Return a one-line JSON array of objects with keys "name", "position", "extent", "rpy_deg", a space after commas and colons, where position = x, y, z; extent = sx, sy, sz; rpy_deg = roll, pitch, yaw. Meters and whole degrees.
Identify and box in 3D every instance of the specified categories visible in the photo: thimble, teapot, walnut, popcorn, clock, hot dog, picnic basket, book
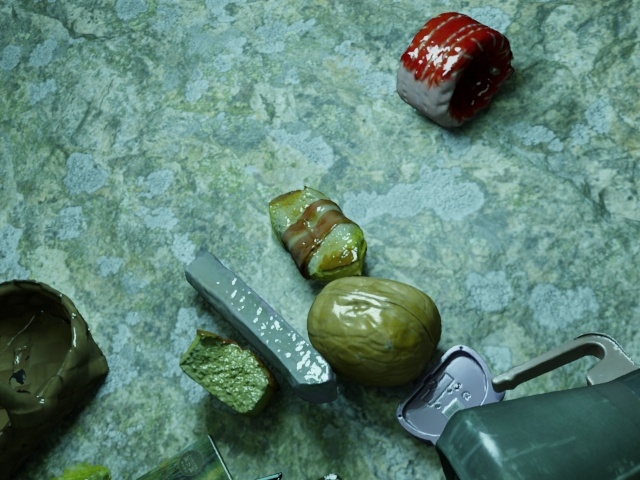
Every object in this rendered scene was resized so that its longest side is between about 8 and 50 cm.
[{"name": "thimble", "position": [0.230, -0.296, 1.418], "extent": [0.189, 0.163, 0.125], "rpy_deg": [-43, 56, -11]}, {"name": "teapot", "position": [0.331, 0.262, 1.023], "extent": [0.344, 0.253, 0.300], "rpy_deg": [-23, 42, -5]}, {"name": "walnut", "position": [0.077, 0.134, 1.213], "extent": [0.197, 0.165, 0.165], "rpy_deg": [1, 60, 27]}, {"name": "popcorn", "position": [-0.363, 0.402, 1.212], "extent": [0.126, 0.126, 0.145], "rpy_deg": [17, 38, 10]}, {"name": "clock", "position": [0.192, 0.235, 1.180], "extent": [0.152, 0.050, 0.110], "rpy_deg": [-45, 58, -11]}, {"name": "hot dog", "position": [0.005, 0.001, 1.355], "extent": [0.123, 0.093, 0.261], "rpy_deg": [-39, 41, 2]}, {"name": "picnic basket", "position": [-0.542, 0.189, 1.277], "extent": [0.293, 0.337, 0.337], "rpy_deg": [31, 73, 30]}, {"name": "book", "position": [-0.184, 0.419, 1.203], "extent": [0.160, 0.024, 0.228], "rpy_deg": [-31, 56, -5]}]

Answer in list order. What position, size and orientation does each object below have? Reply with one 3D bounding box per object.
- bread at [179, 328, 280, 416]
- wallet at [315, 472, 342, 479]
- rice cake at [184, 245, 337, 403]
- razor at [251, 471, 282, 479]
[{"name": "bread", "position": [-0.138, 0.202, 1.259], "extent": [0.156, 0.125, 0.086], "rpy_deg": [34, 80, 4]}, {"name": "wallet", "position": [0.012, 0.429, 1.131], "extent": [0.110, 0.031, 0.198], "rpy_deg": [-25, 56, 1]}, {"name": "rice cake", "position": [-0.103, 0.129, 1.283], "extent": [0.064, 0.070, 0.399], "rpy_deg": [-37, 43, -16]}, {"name": "razor", "position": [-0.060, 0.452, 1.119], "extent": [0.082, 0.042, 0.253], "rpy_deg": [-21, 64, 16]}]
